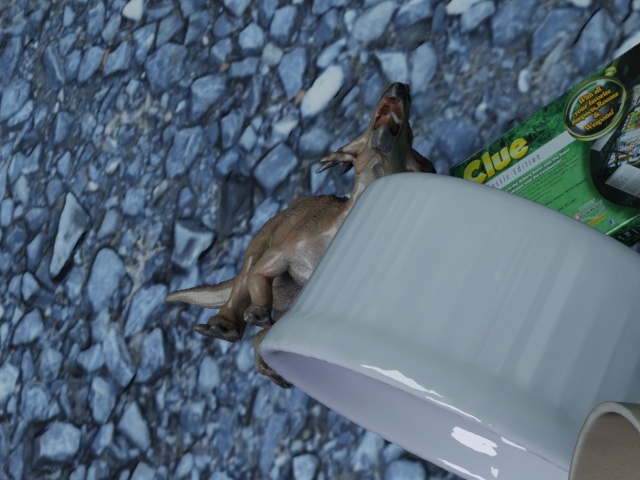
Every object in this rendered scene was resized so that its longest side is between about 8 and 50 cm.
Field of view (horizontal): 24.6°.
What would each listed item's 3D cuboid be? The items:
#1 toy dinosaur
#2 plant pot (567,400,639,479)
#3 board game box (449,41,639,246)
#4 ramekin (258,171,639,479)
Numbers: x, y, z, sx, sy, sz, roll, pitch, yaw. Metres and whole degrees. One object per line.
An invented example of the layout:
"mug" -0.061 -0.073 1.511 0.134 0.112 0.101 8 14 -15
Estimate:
"toy dinosaur" 0.000 0.000 1.176 0.296 0.127 0.200 -18 50 52
"plant pot" 0.275 0.196 0.679 0.274 0.256 0.256 -2 60 -3
"board game box" 0.214 -0.063 1.060 0.260 0.030 0.136 -34 52 28
"ramekin" 0.113 0.071 0.917 0.277 0.277 0.135 14 73 47
